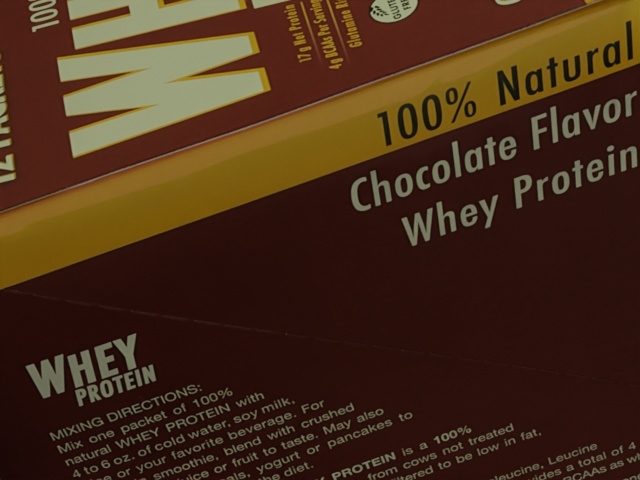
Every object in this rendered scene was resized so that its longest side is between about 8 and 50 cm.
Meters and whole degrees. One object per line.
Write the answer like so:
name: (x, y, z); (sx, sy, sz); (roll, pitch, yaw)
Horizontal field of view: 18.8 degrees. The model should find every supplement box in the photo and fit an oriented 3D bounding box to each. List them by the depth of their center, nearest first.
supplement box: (0.000, 0.000, 0.537); (0.191, 0.129, 0.194); (-19, 132, 2)
